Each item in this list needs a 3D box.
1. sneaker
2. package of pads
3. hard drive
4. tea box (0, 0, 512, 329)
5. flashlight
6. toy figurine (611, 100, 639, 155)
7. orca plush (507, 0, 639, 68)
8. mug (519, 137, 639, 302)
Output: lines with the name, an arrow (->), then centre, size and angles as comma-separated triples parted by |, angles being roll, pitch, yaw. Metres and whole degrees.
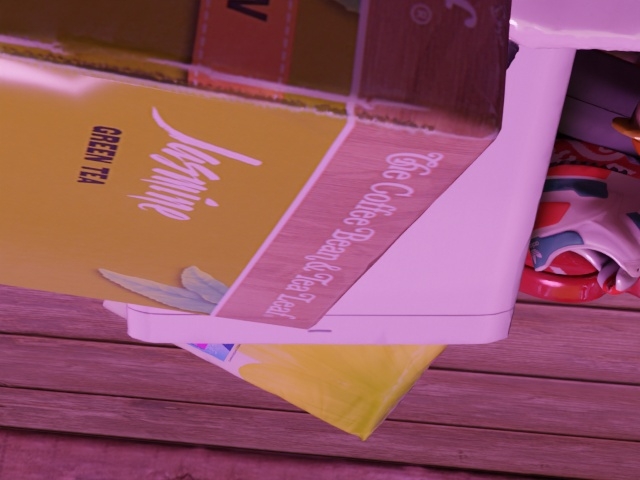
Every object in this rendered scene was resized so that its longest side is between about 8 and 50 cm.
sneaker -> 0.199, 0.000, 1.153 | 0.161, 0.075, 0.057 | 9, 170, -13
package of pads -> 0.000, 0.000, 1.272 | 0.229, 0.101, 0.296 | 27, 144, -3
hard drive -> 0.008, -0.058, 1.014 | 0.233, 0.047, 0.353 | 1, 143, -3
tea box -> -0.115, -0.174, 0.542 | 0.323, 0.329, 0.220 | 9, 164, -11
flashlight -> 0.141, -0.100, 1.136 | 0.304, 0.103, 0.103 | 14, 159, -39
toy figurine -> 0.289, -0.033, 1.047 | 0.213, 0.209, 0.148 | 14, 120, -34
orca plush -> 0.044, -0.153, 0.834 | 0.287, 0.151, 0.102 | 4, -164, 2
mug -> 0.152, -0.024, 1.343 | 0.169, 0.113, 0.150 | 8, -173, 12
